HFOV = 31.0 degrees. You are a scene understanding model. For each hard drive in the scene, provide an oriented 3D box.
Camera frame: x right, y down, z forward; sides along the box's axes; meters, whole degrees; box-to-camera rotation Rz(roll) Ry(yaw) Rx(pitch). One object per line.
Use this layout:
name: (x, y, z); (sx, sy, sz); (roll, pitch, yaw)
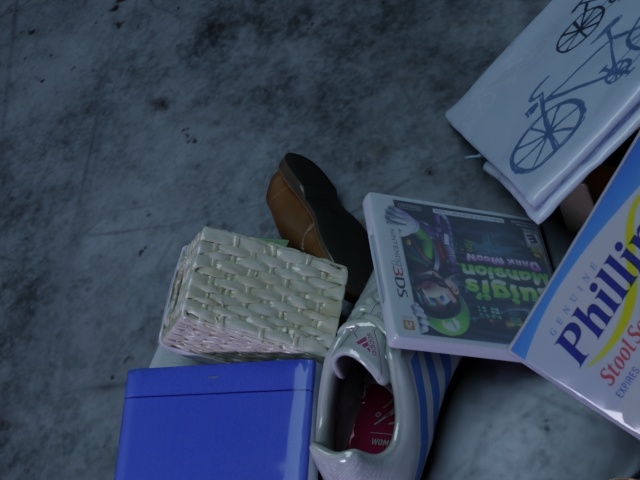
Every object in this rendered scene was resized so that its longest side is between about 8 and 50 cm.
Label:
hard drive: (-0.106, 0.274, 1.075); (0.210, 0.040, 0.319); (-6, 67, 25)

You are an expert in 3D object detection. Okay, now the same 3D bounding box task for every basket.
basket: (-0.063, 0.064, 1.138); (0.167, 0.103, 0.113); (17, 65, -11)

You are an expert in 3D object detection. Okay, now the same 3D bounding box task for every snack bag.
snack bag: (0.270, -0.186, 1.146); (0.323, 0.037, 0.342); (-47, 20, 8)

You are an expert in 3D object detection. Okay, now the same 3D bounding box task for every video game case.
video game case: (0.141, 0.036, 1.095); (0.190, 0.022, 0.173); (9, 48, -20)

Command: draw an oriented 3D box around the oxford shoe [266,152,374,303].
oxford shoe: (0.000, 0.000, 1.263); (0.076, 0.076, 0.212); (-53, 45, 26)

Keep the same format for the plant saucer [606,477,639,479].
plant saucer: (0.255, 0.241, 0.968); (0.083, 0.015, 0.083); (-14, 51, 18)

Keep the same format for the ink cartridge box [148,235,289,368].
ink cartridge box: (-0.103, 0.098, 1.235); (0.109, 0.062, 0.209); (5, 59, 29)

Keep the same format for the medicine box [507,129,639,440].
medicine box: (0.302, -0.010, 0.869); (0.149, 0.289, 0.264); (34, 111, 18)

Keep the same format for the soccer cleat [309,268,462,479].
soccer cleat: (0.074, 0.092, 1.090); (0.116, 0.143, 0.331); (-1, 56, 28)

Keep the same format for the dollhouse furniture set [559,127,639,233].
dollhouse furniture set: (0.371, -0.125, 1.094); (0.259, 0.135, 0.262); (17, 66, 36)
